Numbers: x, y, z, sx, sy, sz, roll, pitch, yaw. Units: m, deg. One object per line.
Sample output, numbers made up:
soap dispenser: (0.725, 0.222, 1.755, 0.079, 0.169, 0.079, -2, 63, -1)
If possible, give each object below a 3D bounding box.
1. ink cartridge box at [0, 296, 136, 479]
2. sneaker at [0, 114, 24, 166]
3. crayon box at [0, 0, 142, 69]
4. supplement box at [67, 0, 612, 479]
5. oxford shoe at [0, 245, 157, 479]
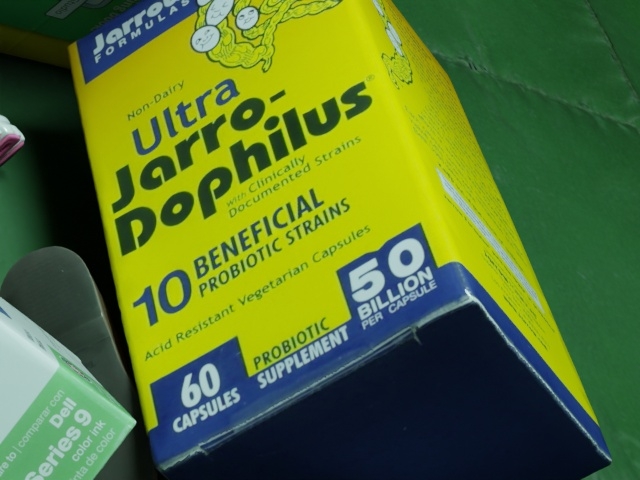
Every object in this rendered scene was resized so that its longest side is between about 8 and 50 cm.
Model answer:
ink cartridge box: (-0.209, 0.046, 0.885, 0.212, 0.093, 0.154, 38, -5, -18)
sneaker: (-0.260, -0.074, 1.117, 0.075, 0.063, 0.170, 51, 28, 20)
crayon box: (-0.161, -0.248, 1.148, 0.313, 0.363, 0.106, 10, 63, -38)
supplement box: (0.000, 0.000, 1.102, 0.195, 0.194, 0.356, 48, 17, -44)
oxford shoe: (-0.124, 0.107, 1.018, 0.076, 0.076, 0.212, 65, 10, -57)
